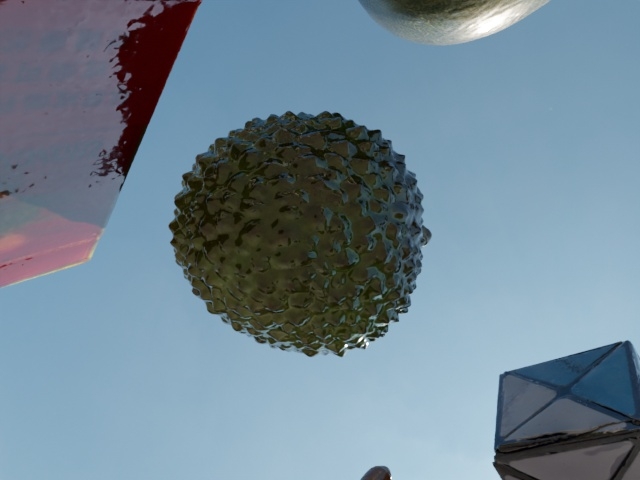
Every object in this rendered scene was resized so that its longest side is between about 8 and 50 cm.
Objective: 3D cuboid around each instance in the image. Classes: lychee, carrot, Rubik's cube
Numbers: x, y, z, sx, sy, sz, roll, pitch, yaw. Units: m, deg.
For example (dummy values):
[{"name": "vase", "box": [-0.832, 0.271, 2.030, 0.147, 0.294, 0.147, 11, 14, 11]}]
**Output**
[{"name": "lychee", "box": [-0.009, -0.003, 0.607, 0.320, 0.270, 0.270, 36, -58, -26]}, {"name": "carrot", "box": [0.055, 0.460, 0.950, 0.048, 0.216, 0.048, 14, -67, 38]}, {"name": "Rubik's cube", "box": [0.543, 0.420, 1.100, 0.306, 0.305, 0.310, -25, -79, 30]}]

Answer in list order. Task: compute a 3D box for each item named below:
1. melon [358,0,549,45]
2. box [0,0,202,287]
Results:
[{"name": "melon", "box": [0.178, -0.366, 0.624, 0.329, 0.248, 0.249, -15, -87, 37]}, {"name": "box", "box": [-0.232, -0.070, 0.373, 0.089, 0.197, 0.313, 54, -47, 12]}]
